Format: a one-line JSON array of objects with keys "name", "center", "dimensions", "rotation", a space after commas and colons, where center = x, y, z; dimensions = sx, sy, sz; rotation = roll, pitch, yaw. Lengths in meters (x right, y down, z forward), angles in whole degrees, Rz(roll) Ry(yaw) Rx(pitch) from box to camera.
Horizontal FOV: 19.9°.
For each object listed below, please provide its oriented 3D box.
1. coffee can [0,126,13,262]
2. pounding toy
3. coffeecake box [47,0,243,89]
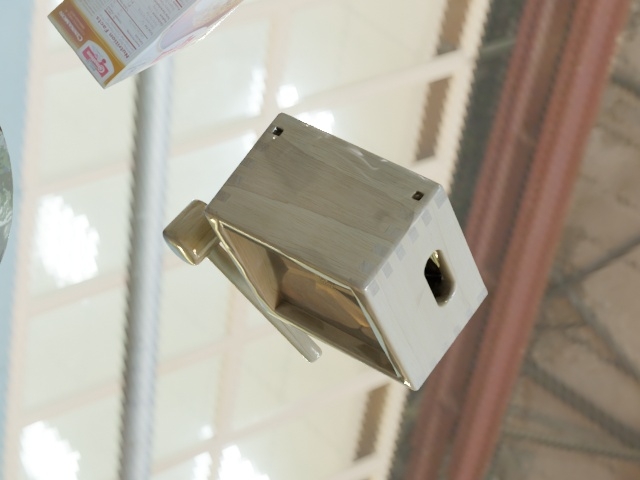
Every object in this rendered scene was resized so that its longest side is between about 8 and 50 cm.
[{"name": "coffee can", "center": [-0.415, -0.036, 1.455], "dimensions": [0.275, 0.201, 0.201], "rotation": [1, -72, 28]}, {"name": "pounding toy", "center": [-0.002, 0.003, 1.167], "dimensions": [0.206, 0.094, 0.181], "rotation": [26, -20, 32]}, {"name": "coffeecake box", "center": [-0.076, -0.197, 1.249], "dimensions": [0.185, 0.142, 0.068], "rotation": [-37, -89, 34]}]
